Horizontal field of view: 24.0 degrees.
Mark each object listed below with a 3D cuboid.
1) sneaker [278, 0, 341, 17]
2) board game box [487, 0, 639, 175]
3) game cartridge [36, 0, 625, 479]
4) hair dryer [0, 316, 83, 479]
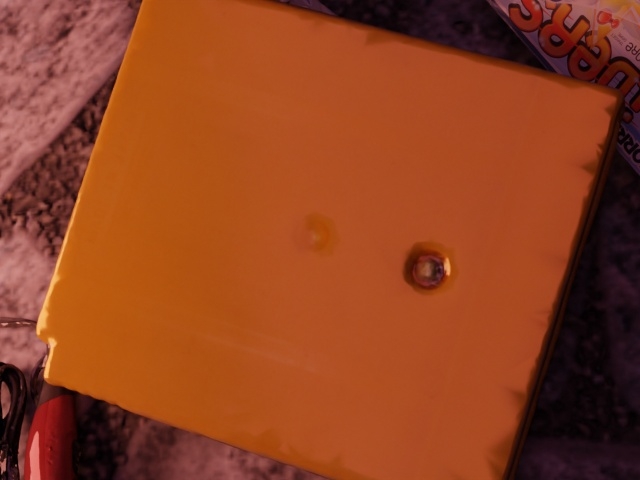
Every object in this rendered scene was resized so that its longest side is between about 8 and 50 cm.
[{"bbox_3d":[-0.042,-0.161,1.042,0.191,0.083,0.071,37,82,20],"label":"sneaker"},{"bbox_3d":[0.205,-0.144,0.959,0.201,0.035,0.136,51,122,18],"label":"board game box"},{"bbox_3d":[0.000,0.000,0.966,0.324,0.053,0.285,17,86,15],"label":"game cartridge"},{"bbox_3d":[-0.177,0.182,0.963,0.293,0.080,0.223,26,79,19],"label":"hair dryer"}]
